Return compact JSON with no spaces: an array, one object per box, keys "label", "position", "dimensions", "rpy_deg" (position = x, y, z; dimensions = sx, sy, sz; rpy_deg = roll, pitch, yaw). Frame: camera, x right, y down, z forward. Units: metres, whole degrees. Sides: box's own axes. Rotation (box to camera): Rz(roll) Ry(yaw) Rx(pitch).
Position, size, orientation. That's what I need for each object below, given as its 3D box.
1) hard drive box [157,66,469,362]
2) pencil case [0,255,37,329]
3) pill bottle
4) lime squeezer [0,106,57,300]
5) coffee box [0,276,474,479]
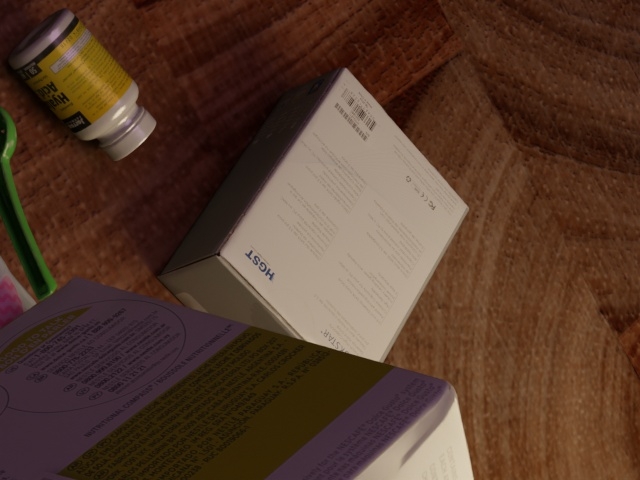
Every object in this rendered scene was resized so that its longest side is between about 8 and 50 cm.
[{"label":"hard drive box","position":[0.000,0.000,1.502],"dimensions":[0.181,0.089,0.232],"rpy_deg":[47,52,-20]},{"label":"pencil case","position":[-0.297,0.011,1.235],"dimensions":[0.124,0.113,0.273],"rpy_deg":[-42,105,-24]},{"label":"pill bottle","position":[-0.185,-0.120,1.397],"dimensions":[0.116,0.065,0.065],"rpy_deg":[48,53,-19]},{"label":"lime squeezer","position":[-0.285,-0.096,1.300],"dimensions":[0.310,0.059,0.110],"rpy_deg":[54,31,-11]},{"label":"coffee box","position":[-0.118,0.270,1.102],"dimensions":[0.338,0.334,0.338],"rpy_deg":[-39,128,-39]}]
